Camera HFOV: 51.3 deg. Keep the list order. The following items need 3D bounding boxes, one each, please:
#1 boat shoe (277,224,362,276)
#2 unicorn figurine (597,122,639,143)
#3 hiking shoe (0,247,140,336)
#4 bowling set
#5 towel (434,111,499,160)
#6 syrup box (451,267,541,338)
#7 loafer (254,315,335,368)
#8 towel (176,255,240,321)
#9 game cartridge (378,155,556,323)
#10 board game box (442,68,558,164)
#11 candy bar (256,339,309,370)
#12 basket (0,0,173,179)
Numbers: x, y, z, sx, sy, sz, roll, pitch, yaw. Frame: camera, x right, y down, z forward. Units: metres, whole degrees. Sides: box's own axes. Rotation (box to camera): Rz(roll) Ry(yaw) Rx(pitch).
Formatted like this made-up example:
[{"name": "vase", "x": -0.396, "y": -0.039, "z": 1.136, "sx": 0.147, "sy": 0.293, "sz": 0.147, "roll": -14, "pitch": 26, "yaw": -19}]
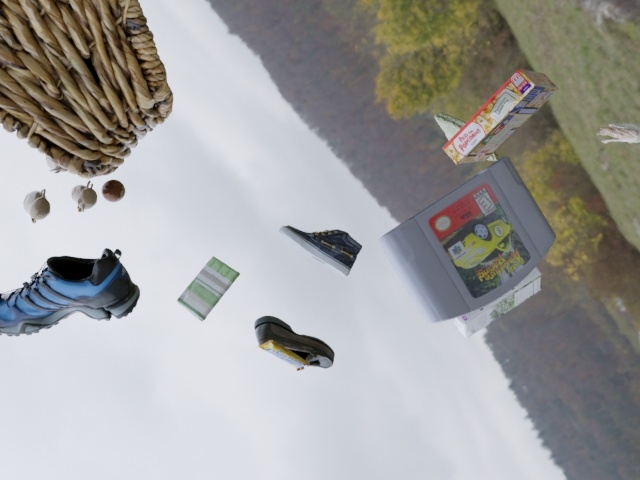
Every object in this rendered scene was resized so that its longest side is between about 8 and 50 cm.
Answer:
[{"name": "boat shoe", "x": 0.000, "y": 0.000, "z": 1.463, "sx": 0.183, "sy": 0.083, "sz": 0.065, "roll": 32, "pitch": 166, "yaw": -8}, {"name": "unicorn figurine", "x": 0.587, "y": -0.200, "z": 1.200, "sx": 0.111, "sy": 0.162, "sz": 0.060, "roll": 7, "pitch": 119, "yaw": 62}, {"name": "hiking shoe", "x": -0.489, "y": 0.084, "z": 1.219, "sx": 0.113, "sy": 0.304, "sz": 0.132, "roll": -99, "pitch": -3, "yaw": -58}, {"name": "bowling set", "x": -0.506, "y": -0.151, "z": 1.462, "sx": 0.199, "sy": 0.287, "sz": 0.154, "roll": 20, "pitch": 180, "yaw": -30}, {"name": "towel", "x": 0.316, "y": -0.225, "z": 1.449, "sx": 0.148, "sy": 0.027, "sz": 0.110, "roll": 39, "pitch": 178, "yaw": 46}, {"name": "syrup box", "x": 0.434, "y": 0.136, "z": 1.684, "sx": 0.096, "sy": 0.237, "sz": 0.093, "roll": 56, "pitch": 177, "yaw": 35}, {"name": "loafer", "x": -0.067, "y": 0.285, "z": 1.715, "sx": 0.267, "sy": 0.096, "sz": 0.084, "roll": 34, "pitch": -143, "yaw": -33}, {"name": "towel", "x": -0.281, "y": 0.121, "z": 1.679, "sx": 0.113, "sy": 0.152, "sz": 0.023, "roll": 30, "pitch": 165, "yaw": 37}, {"name": "game cartridge", "x": 0.263, "y": 0.005, "z": 1.141, "sx": 0.196, "sy": 0.294, "sz": 0.060, "roll": 59, "pitch": 160, "yaw": -5}, {"name": "board game box", "x": 0.331, "y": -0.223, "z": 1.221, "sx": 0.045, "sy": 0.193, "sz": 0.146, "roll": 52, "pitch": -148, "yaw": 16}, {"name": "candy bar", "x": -0.083, "y": 0.266, "z": 1.550, "sx": 0.161, "sy": 0.040, "sz": 0.018, "roll": 40, "pitch": -152, "yaw": -42}, {"name": "basket", "x": -0.228, "y": -0.219, "z": 0.685, "sx": 0.213, "sy": 0.223, "sz": 0.299, "roll": 38, "pitch": -174, "yaw": -28}]
